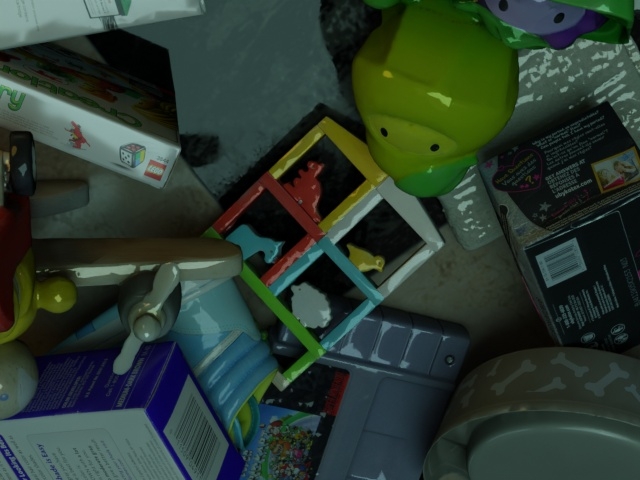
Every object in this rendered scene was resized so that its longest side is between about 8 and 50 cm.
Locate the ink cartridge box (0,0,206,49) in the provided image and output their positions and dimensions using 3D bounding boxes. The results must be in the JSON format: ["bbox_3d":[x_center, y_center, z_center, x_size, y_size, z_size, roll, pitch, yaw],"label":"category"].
[{"bbox_3d":[-0.231,-0.264,1.542,0.219,0.160,0.093,-11,113,-4],"label":"ink cartridge box"}]

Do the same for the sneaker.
[{"bbox_3d":[-0.187,0.172,1.693,0.319,0.127,0.208,-33,90,20],"label":"sneaker"}]

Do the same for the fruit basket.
[{"bbox_3d":[0.120,-0.221,1.526,0.392,0.283,0.392,0,91,10],"label":"fruit basket"}]

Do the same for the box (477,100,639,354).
[{"bbox_3d":[0.289,0.001,1.683,0.163,0.142,0.247,-26,137,3],"label":"box"}]

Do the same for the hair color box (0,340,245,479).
[{"bbox_3d":[-0.271,0.217,1.626,0.338,0.110,0.185,-8,126,24],"label":"hair color box"}]

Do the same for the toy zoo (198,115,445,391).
[{"bbox_3d":[0.000,0.000,1.710,0.293,0.030,0.192,-43,88,10],"label":"toy zoo"}]

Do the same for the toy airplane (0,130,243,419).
[{"bbox_3d":[-0.330,0.039,1.538,0.384,0.386,0.273,-4,91,-51],"label":"toy airplane"}]

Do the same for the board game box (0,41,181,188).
[{"bbox_3d":[-0.290,-0.157,1.559,0.305,0.193,0.053,21,108,-15],"label":"board game box"}]

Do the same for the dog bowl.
[{"bbox_3d":[0.294,0.245,1.761,0.348,0.102,0.349,10,145,7],"label":"dog bowl"}]

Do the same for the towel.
[{"bbox_3d":[0.236,-0.131,1.718,0.282,0.049,0.187,-31,111,7],"label":"towel"}]

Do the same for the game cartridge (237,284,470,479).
[{"bbox_3d":[0.014,0.239,1.831,0.230,0.068,0.355,12,109,-16],"label":"game cartridge"}]

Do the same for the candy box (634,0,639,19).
[{"bbox_3d":[0.352,-0.325,1.642,0.233,0.071,0.159,35,104,-17],"label":"candy box"}]
